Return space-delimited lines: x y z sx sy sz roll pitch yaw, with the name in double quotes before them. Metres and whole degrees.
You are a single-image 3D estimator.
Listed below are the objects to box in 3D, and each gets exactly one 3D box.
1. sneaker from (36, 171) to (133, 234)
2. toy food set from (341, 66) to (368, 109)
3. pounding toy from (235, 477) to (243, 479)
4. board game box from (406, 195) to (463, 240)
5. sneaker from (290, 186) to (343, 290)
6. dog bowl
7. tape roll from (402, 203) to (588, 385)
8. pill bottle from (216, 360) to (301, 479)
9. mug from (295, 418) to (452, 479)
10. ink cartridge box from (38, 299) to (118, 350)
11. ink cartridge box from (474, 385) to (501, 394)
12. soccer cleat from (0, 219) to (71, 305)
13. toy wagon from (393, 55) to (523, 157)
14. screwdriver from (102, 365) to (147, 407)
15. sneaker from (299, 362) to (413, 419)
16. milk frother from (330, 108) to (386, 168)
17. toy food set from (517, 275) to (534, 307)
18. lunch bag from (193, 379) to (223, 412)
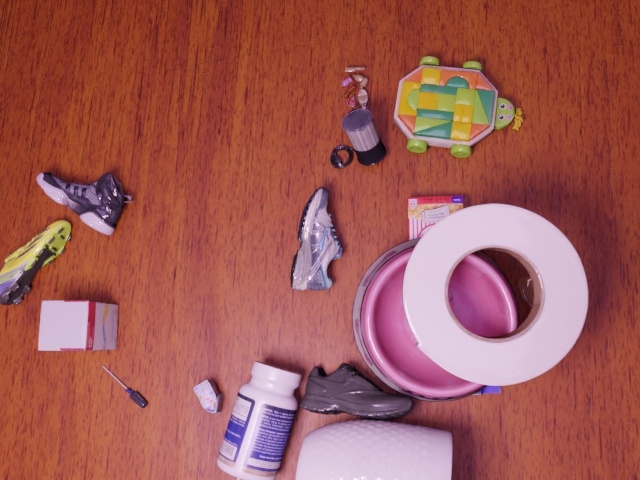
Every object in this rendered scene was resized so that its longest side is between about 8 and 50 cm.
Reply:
"sneaker" -0.656 -0.143 1.667 0.269 0.101 0.153 36 83 6
"toy food set" 0.097 -0.430 1.680 0.078 0.019 0.122 2 86 7
"pounding toy" -0.171 0.665 1.387 0.270 0.155 0.154 -41 100 -3
"board game box" 0.303 -0.017 1.552 0.147 0.045 0.193 -2 79 6
"sneaker" 0.000 0.000 1.571 0.122 0.110 0.282 12 82 -9
"dog bowl" 0.275 0.186 1.393 0.409 0.150 0.407 0 85 6
"tape roll" 0.369 0.115 1.278 0.393 0.072 0.391 0 85 5
"pill bottle" -0.144 0.440 1.452 0.153 0.153 0.264 16 81 10
"mug" 0.113 0.595 1.337 0.329 0.276 0.373 6 90 11
"ink cartridge box" -0.625 0.224 1.543 0.128 0.176 0.127 -2 80 7
"ink cartridge box" 0.342 0.286 1.485 0.209 0.045 0.206 -4 78 4
"soccer cleat" -0.818 0.046 1.647 0.121 0.093 0.289 35 83 19
"toy wagon" 0.379 -0.362 1.606 0.345 0.068 0.267 8 79 8
"screwdriver" -0.527 0.390 1.575 0.170 0.024 0.025 33 55 14
"sneaker" 0.086 0.368 1.446 0.287 0.109 0.130 1 70 21
"milk frother" 0.084 -0.267 1.585 0.143 0.134 0.129 -37 46 -5
"toy food set" 0.549 0.129 1.506 0.084 0.020 0.082 -10 77 4
"lunch bag" -0.281 0.404 1.518 0.053 0.071 0.083 -29 74 -4
